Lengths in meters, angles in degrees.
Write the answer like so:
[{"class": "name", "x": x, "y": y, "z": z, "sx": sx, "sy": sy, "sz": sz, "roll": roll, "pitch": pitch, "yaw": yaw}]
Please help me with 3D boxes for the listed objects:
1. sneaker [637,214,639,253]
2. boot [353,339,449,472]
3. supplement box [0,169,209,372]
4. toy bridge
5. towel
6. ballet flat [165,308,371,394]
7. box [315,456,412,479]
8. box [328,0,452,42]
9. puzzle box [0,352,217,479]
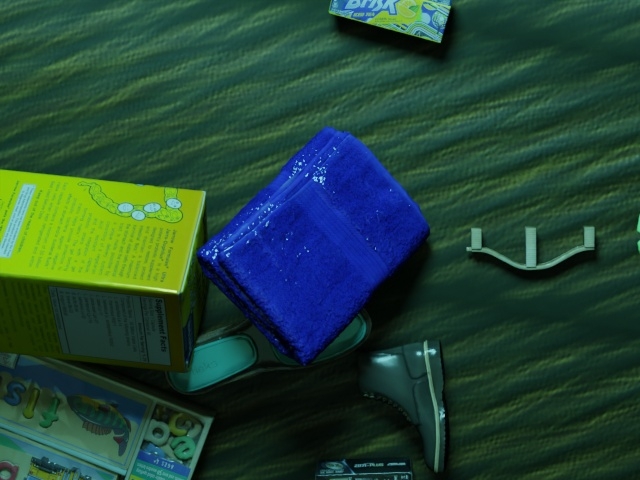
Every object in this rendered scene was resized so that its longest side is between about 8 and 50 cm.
[{"class": "sneaker", "x": 0.680, "y": -0.057, "z": 1.720, "sx": 0.483, "sy": 0.202, "sz": 0.185, "roll": -12, "pitch": 96, "yaw": 5}, {"class": "boot", "x": 0.122, "y": 0.253, "z": 1.870, "sx": 0.137, "sy": 0.077, "sz": 0.198, "roll": -5, "pitch": 84, "yaw": 9}, {"class": "supplement box", "x": -0.349, "y": 0.041, "z": 1.766, "sx": 0.357, "sy": 0.195, "sz": 0.194, "roll": 6, "pitch": 140, "yaw": 2}, {"class": "toy bridge", "x": 0.311, "y": 0.011, "z": 1.841, "sx": 0.188, "sy": 0.026, "sz": 0.063, "roll": -1, "pitch": 99, "yaw": 4}, {"class": "towel", "x": 0.000, "y": 0.000, "z": 1.756, "sx": 0.227, "sy": 0.076, "sz": 0.308, "roll": 45, "pitch": 63, "yaw": -2}, {"class": "ballet flat", "x": -0.078, "y": 0.145, "z": 1.843, "sx": 0.316, "sy": 0.106, "sz": 0.107, "roll": -13, "pitch": 95, "yaw": 5}, {"class": "box", "x": 0.071, "y": 0.429, "z": 1.887, "sx": 0.147, "sy": 0.077, "sz": 0.180, "roll": -4, "pitch": 97, "yaw": 4}, {"class": "box", "x": 0.101, "y": -0.339, "z": 1.785, "sx": 0.169, "sy": 0.054, "sz": 0.059, "roll": 15, "pitch": 118, "yaw": 2}, {"class": "puzzle box", "x": -0.395, "y": 0.318, "z": 1.915, "sx": 0.409, "sy": 0.052, "sz": 0.272, "roll": 20, "pitch": 99, "yaw": 0}]
